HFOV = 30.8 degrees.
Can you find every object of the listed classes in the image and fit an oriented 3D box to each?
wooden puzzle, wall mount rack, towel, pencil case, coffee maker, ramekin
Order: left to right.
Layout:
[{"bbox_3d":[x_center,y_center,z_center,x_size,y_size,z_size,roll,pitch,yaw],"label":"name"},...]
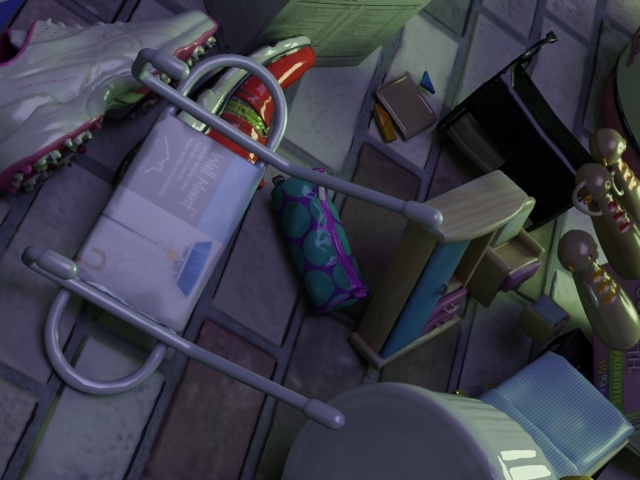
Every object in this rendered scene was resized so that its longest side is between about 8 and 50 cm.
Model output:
[{"bbox_3d":[-0.081,0.001,1.035,0.304,0.130,0.350,30,77,-13],"label":"wall mount rack"},{"bbox_3d":[0.000,0.000,1.211,0.064,0.070,0.152,-12,75,-39],"label":"pencil case"},{"bbox_3d":[0.102,-0.162,1.403,0.116,0.014,0.079,-24,87,-40],"label":"wooden puzzle"},{"bbox_3d":[0.097,0.259,1.031,0.127,0.273,0.273,2,66,-47],"label":"ramekin"},{"bbox_3d":[0.184,0.188,1.284,0.083,0.009,0.060,-1,69,-36],"label":"towel"},{"bbox_3d":[0.253,-0.119,1.381,0.178,0.171,0.120,50,51,-3],"label":"coffee maker"}]

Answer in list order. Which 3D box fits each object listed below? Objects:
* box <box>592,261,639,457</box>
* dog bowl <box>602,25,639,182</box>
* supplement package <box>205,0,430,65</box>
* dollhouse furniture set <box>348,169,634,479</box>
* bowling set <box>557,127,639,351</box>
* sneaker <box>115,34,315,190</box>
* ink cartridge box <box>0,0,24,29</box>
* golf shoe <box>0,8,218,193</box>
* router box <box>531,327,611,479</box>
[{"bbox_3d":[0.431,0.158,1.358,0.243,0.117,0.214,37,44,-33],"label":"box"},{"bbox_3d":[0.567,-0.154,1.612,0.407,0.150,0.408,19,51,-25],"label":"dog bowl"},{"bbox_3d":[0.011,-0.337,1.262,0.198,0.262,0.199,-7,72,-37],"label":"supplement package"},{"bbox_3d":[0.235,0.100,1.176,0.286,0.198,0.303,-24,60,-40],"label":"dollhouse furniture set"},{"bbox_3d":[0.374,-0.036,1.239,0.154,0.199,0.287,56,32,-29],"label":"bowling set"},{"bbox_3d":[-0.091,-0.107,1.196,0.118,0.107,0.279,51,58,-13],"label":"sneaker"},{"bbox_3d":[-0.380,-0.406,1.153,0.330,0.071,0.324,35,51,-14],"label":"ink cartridge box"},{"bbox_3d":[-0.222,-0.172,1.118,0.140,0.115,0.306,49,48,0],"label":"golf shoe"},{"bbox_3d":[0.278,0.198,1.313,0.179,0.046,0.133,-35,91,-45],"label":"router box"}]
